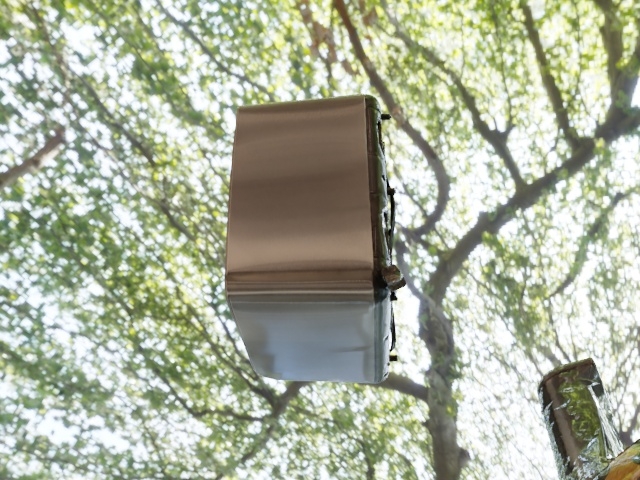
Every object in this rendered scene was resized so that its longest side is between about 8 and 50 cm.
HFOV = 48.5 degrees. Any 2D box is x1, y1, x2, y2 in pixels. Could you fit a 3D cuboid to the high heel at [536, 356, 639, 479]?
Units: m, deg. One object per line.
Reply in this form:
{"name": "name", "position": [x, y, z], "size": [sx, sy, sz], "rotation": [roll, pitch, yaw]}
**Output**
{"name": "high heel", "position": [0.219, 0.069, 0.288], "size": [0.261, 0.093, 0.186], "rotation": [-32, -167, 18]}

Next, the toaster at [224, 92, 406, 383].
{"name": "toaster", "position": [0.000, 0.000, 0.514], "size": [0.110, 0.186, 0.168], "rotation": [-3, -121, 3]}
